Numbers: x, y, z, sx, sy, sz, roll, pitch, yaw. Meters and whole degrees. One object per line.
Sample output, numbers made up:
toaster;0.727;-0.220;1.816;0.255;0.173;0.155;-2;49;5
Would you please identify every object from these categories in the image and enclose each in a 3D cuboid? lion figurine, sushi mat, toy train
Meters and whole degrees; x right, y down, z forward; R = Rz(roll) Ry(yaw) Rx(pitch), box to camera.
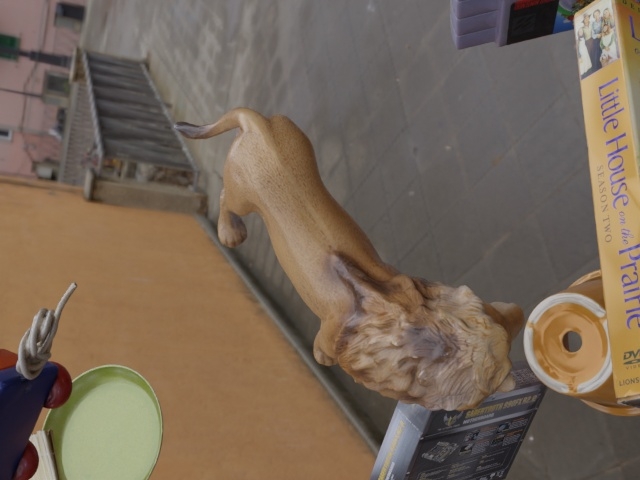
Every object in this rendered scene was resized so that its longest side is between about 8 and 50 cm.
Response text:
lion figurine;0.000;0.000;0.671;0.142;0.392;0.240;-45;0;-14
sushi mat;-0.276;0.363;0.785;0.151;0.019;0.317;-32;71;54
toy train;-0.294;0.101;0.618;0.143;0.105;0.248;33;108;18

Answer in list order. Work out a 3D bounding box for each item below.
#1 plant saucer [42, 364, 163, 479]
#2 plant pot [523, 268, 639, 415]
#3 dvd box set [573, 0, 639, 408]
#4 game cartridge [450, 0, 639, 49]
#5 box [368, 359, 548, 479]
plant saucer;-0.351;0.325;1.186;0.241;0.037;0.241;-9;65;20
plant pot;0.374;0.134;0.964;0.205;0.188;0.205;-5;82;45
dvd box set;0.400;-0.023;0.755;0.062;0.307;0.420;-29;52;51
game cartridge;0.341;-0.353;0.911;0.230;0.355;0.068;65;-166;-64
box;0.188;0.264;0.990;0.056;0.231;0.183;42;126;45
